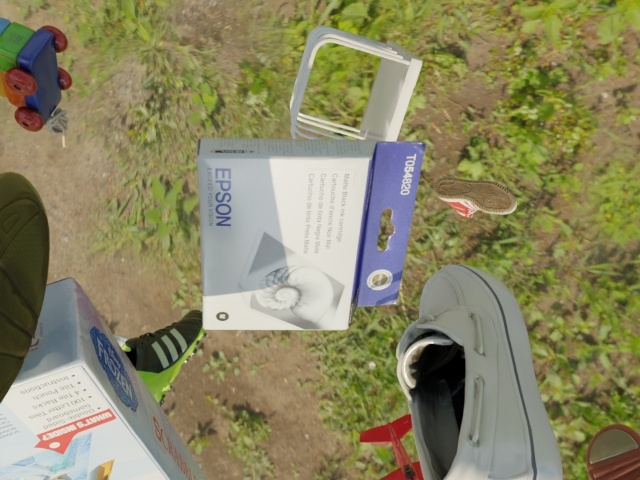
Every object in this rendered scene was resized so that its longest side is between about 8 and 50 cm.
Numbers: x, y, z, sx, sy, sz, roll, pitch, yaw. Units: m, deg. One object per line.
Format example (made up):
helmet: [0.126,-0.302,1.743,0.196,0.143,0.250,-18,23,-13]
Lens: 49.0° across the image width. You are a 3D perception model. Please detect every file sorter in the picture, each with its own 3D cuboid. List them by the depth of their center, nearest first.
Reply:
file sorter: [0.046,-0.265,1.240,0.173,0.277,0.192,15,110,-8]

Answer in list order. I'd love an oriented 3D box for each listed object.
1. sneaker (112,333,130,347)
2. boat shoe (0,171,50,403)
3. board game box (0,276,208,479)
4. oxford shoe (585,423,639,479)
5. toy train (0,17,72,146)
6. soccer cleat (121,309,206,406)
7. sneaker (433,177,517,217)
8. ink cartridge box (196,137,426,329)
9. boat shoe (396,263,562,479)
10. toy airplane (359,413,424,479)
sneaker: [-0.464,0.228,1.507,0.152,0.053,0.061,17,63,-14]
boat shoe: [-0.181,0.067,0.285,0.074,0.080,0.223,5,63,11]
board game box: [-0.251,0.190,0.465,0.319,0.065,0.318,-18,138,-6]
oxford shoe: [0.516,0.446,0.976,0.147,0.396,0.140,26,127,-28]
toy train: [-0.450,-0.226,1.023,0.143,0.248,0.105,24,61,-4]
soccer cleat: [-0.184,0.125,0.798,0.072,0.179,0.060,36,121,-6]
sneaker: [0.219,-0.053,0.954,0.067,0.118,0.042,30,81,-52]
ink cartridge box: [-0.012,0.000,0.721,0.224,0.045,0.223,-1,127,-7]
boat shoe: [0.102,0.098,0.547,0.088,0.267,0.096,25,123,-16]
toy airplane: [0.084,0.215,0.678,0.151,0.151,0.028,-23,110,-6]
